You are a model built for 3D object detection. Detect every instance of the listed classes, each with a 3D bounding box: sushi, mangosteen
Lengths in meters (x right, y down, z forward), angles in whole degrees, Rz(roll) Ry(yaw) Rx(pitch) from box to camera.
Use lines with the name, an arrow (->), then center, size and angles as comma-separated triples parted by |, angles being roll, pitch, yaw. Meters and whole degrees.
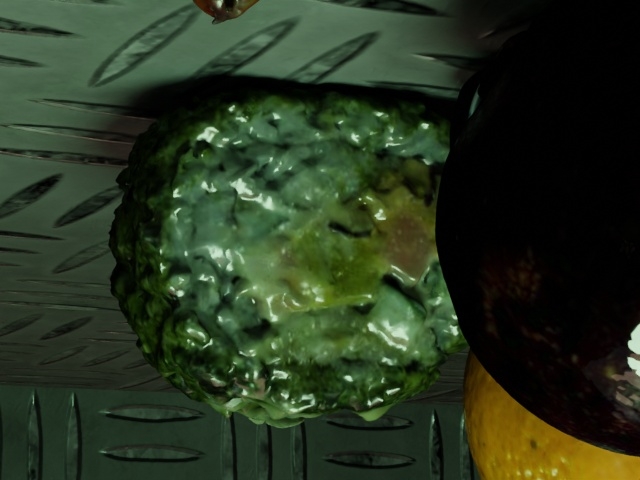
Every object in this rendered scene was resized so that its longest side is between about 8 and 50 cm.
sushi -> -0.010, 0.018, 1.488 | 0.352, 0.294, 0.178 | 2, 171, -21
mangosteen -> 0.294, 0.006, 1.188 | 0.382, 0.435, 0.382 | -46, 176, -4

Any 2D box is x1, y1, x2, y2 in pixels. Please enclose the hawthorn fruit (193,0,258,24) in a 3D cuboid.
hawthorn fruit -> -0.063, -0.180, 1.047 | 0.081, 0.093, 0.081 | 0, 166, 0

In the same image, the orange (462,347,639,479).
orange -> 0.338, 0.163, 1.517 | 0.424, 0.326, 0.424 | 2, -161, -1

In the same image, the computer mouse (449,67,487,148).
computer mouse -> 0.212, -0.075, 1.441 | 0.096, 0.137, 0.233 | -7, 165, 44
